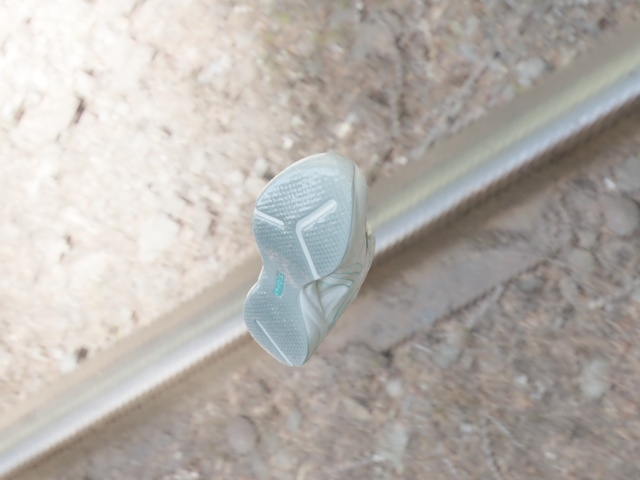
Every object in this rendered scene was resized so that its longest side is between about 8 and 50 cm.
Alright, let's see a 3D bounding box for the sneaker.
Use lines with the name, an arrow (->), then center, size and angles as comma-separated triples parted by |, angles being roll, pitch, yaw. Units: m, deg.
sneaker -> 0.000, 0.000, 0.822 | 0.054, 0.152, 0.061 | 39, 57, 15
